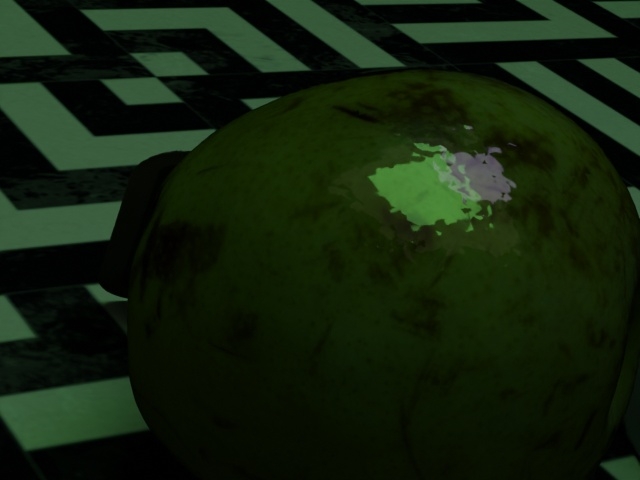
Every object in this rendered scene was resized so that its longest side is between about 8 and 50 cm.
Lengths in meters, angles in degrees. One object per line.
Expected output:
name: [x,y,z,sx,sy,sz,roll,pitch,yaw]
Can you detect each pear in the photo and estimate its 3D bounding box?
pear: [0.037,0.034,0.855,0.284,0.283,0.283,10,26,-5]

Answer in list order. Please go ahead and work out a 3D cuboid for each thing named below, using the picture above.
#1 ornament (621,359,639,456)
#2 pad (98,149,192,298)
ornament: [0.339,0.063,0.947,0.240,0.239,0.239,5,25,-14]
pad: [0.000,0.000,1.027,0.266,0.176,0.002,3,58,-17]
